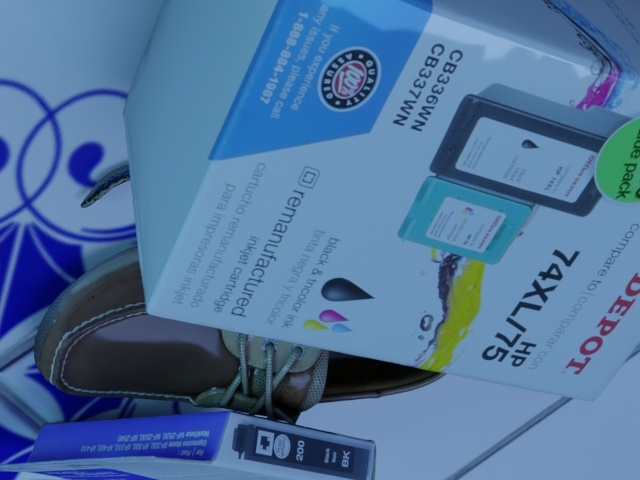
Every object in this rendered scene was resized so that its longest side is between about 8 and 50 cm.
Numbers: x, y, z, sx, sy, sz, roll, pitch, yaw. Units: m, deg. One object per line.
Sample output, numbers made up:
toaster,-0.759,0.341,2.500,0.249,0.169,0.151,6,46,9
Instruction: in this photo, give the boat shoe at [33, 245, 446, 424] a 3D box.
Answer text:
boat shoe,-0.037,0.068,0.812,0.324,0.116,0.123,-6,129,-30

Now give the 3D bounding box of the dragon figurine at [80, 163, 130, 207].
dragon figurine,0.000,0.000,0.751,0.289,0.144,0.085,11,122,-32

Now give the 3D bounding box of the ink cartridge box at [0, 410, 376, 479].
ink cartridge box,-0.104,0.153,0.809,0.206,0.045,0.208,-12,158,40

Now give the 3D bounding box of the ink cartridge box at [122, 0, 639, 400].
ink cartridge box,0.057,-0.066,0.613,0.270,0.197,0.198,13,123,-23
